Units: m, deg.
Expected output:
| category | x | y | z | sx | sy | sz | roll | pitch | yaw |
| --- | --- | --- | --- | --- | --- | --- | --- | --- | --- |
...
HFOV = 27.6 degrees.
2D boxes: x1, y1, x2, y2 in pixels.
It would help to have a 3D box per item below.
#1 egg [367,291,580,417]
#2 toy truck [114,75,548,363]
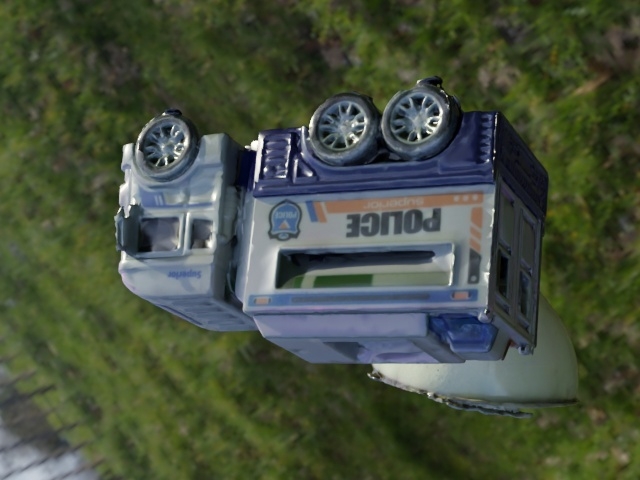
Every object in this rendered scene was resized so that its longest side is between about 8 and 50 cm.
| category | x | y | z | sx | sy | sz | roll | pitch | yaw |
| --- | --- | --- | --- | --- | --- | --- | --- | --- | --- |
| egg | 0.203 | 0.113 | 1.630 | 0.264 | 0.174 | 0.286 | 10 | -179 | 16 |
| toy truck | 0.000 | 0.000 | 0.830 | 0.124 | 0.268 | 0.155 | 36 | -125 | -58 |
